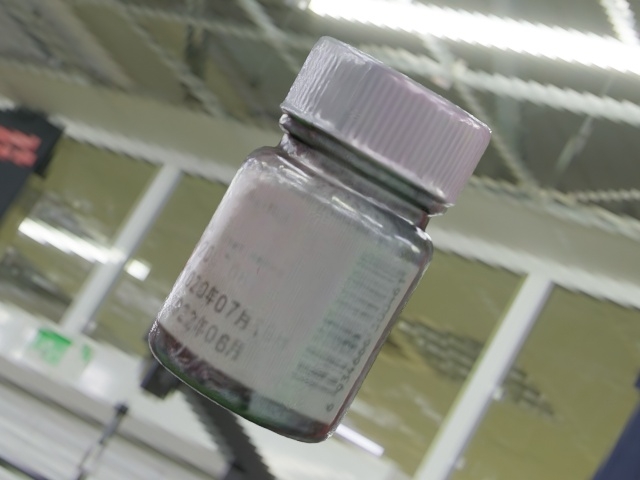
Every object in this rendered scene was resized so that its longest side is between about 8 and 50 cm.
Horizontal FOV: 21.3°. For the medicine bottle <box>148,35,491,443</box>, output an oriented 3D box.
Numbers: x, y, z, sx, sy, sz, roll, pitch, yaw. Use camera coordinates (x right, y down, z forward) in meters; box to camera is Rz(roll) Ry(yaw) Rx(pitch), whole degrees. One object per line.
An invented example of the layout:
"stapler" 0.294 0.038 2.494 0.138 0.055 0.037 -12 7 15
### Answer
"medicine bottle" 0.000 0.000 1.278 0.165 0.273 0.165 29 2 -1
